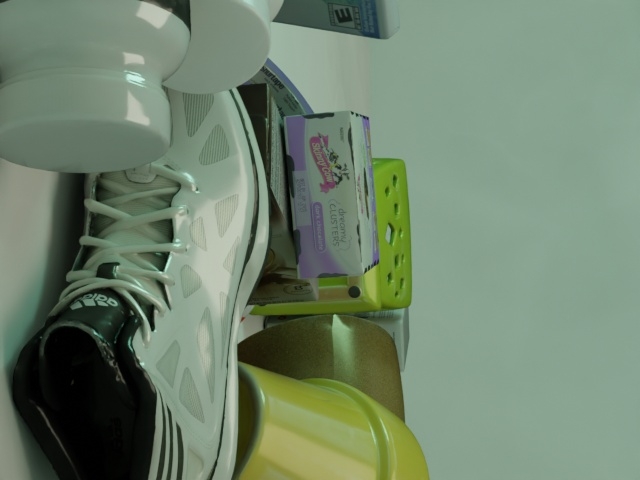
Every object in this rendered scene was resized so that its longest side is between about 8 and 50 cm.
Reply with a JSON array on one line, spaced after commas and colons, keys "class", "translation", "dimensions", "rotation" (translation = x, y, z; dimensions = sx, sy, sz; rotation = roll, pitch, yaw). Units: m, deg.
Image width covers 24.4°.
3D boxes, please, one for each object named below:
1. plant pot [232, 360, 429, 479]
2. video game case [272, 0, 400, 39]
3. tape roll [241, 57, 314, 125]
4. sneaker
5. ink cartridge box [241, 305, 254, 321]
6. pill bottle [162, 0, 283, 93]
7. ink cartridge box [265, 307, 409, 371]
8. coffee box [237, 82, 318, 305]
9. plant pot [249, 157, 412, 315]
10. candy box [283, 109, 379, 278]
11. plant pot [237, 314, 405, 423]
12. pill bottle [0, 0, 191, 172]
[{"class": "plant pot", "translation": [-0.056, 0.238, 1.480], "dimensions": [0.239, 0.254, 0.254], "rotation": [38, 43, -44]}, {"class": "video game case", "translation": [-0.064, -0.389, 1.609], "dimensions": [0.036, 0.300, 0.329], "rotation": [-45, 137, -41]}, {"class": "tape roll", "translation": [-0.078, -0.146, 1.772], "dimensions": [0.189, 0.080, 0.189], "rotation": [46, 18, -20]}, {"class": "sneaker", "translation": [-0.141, 0.022, 1.230], "dimensions": [0.257, 0.169, 0.447], "rotation": [50, 39, -80]}, {"class": "ink cartridge box", "translation": [-0.106, 0.071, 1.888], "dimensions": [0.189, 0.066, 0.232], "rotation": [27, 56, -81]}, {"class": "pill bottle", "translation": [-0.107, -0.260, 1.284], "dimensions": [0.152, 0.152, 0.272], "rotation": [76, 4, -51]}, {"class": "ink cartridge box", "translation": [0.028, 0.138, 2.268], "dimensions": [0.153, 0.208, 0.086], "rotation": [-69, 157, -70]}, {"class": "coffee box", "translation": [-0.106, -0.035, 1.524], "dimensions": [0.297, 0.168, 0.118], "rotation": [67, 20, -65]}, {"class": "plant pot", "translation": [0.000, 0.000, 2.115], "dimensions": [0.207, 0.227, 0.228], "rotation": [-17, 104, -75]}, {"class": "candy box", "translation": [0.015, -0.048, 1.536], "dimensions": [0.196, 0.070, 0.164], "rotation": [-17, 103, -82]}, {"class": "plant pot", "translation": [0.004, 0.258, 1.731], "dimensions": [0.237, 0.237, 0.254], "rotation": [76, 0, -53]}, {"class": "pill bottle", "translation": [-0.178, -0.201, 1.103], "dimensions": [0.162, 0.162, 0.278], "rotation": [57, 30, -74]}]
